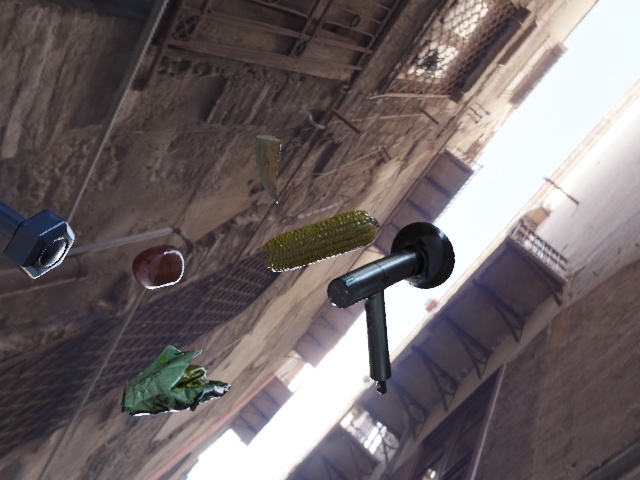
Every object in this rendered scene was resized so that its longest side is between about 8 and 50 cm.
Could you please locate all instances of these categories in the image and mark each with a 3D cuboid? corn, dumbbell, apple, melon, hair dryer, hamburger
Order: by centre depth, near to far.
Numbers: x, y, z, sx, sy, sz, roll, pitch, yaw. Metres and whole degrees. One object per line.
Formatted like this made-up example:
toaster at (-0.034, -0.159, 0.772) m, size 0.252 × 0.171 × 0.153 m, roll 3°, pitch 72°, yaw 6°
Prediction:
corn at (0.000, 0.000, 1.022) m, size 0.238 × 0.080 × 0.080 m, roll -16°, pitch -83°, yaw 5°
hair dryer at (0.137, 0.140, 1.122) m, size 0.155 × 0.320 × 0.284 m, roll 24°, pitch -53°, yaw 35°
dumbbell at (-0.738, -0.055, 1.209) m, size 0.325 × 0.144 × 0.160 m, roll 32°, pitch -85°, yaw 6°
hamburger at (-0.376, 0.355, 1.362) m, size 0.276 × 0.260 × 0.150 m, roll -6°, pitch -93°, yaw 2°
melon at (-0.142, -0.203, 1.479) m, size 0.098 × 0.054 × 0.182 m, roll 31°, pitch -54°, yaw 41°
apple at (-0.486, 0.082, 1.580) m, size 0.153 × 0.153 × 0.120 m, roll -22°, pitch -94°, yaw 29°
